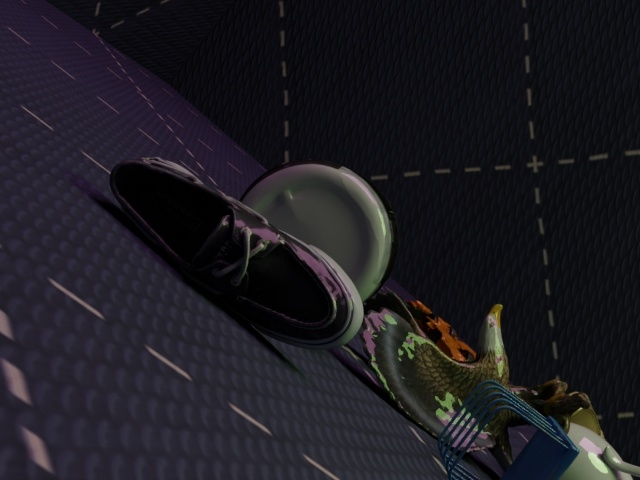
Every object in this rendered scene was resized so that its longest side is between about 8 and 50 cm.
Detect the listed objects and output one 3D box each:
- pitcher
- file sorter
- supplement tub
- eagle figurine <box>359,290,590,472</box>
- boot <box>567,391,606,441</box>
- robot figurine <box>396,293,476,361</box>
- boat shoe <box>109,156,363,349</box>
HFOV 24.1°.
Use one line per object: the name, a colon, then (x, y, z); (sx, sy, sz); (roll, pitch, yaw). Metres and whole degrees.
pitcher: (0.385, 0.328, 2.017); (0.207, 0.178, 0.125); (43, 40, 8)
file sorter: (0.204, 0.237, 1.698); (0.104, 0.118, 0.170); (37, 4, -2)
supplement tub: (0.000, 0.000, 1.880); (0.193, 0.193, 0.316); (40, 4, 5)
eagle figurine: (0.182, 0.182, 1.951); (0.298, 0.225, 0.226); (11, -40, -1)
boot: (0.412, 0.353, 2.149); (0.203, 0.095, 0.262); (48, -20, 44)
robot figurine: (0.198, 0.190, 2.445); (0.211, 0.085, 0.291); (39, 5, -24)
boat shoe: (-0.091, 0.010, 1.548); (0.301, 0.108, 0.102); (38, 3, 12)
